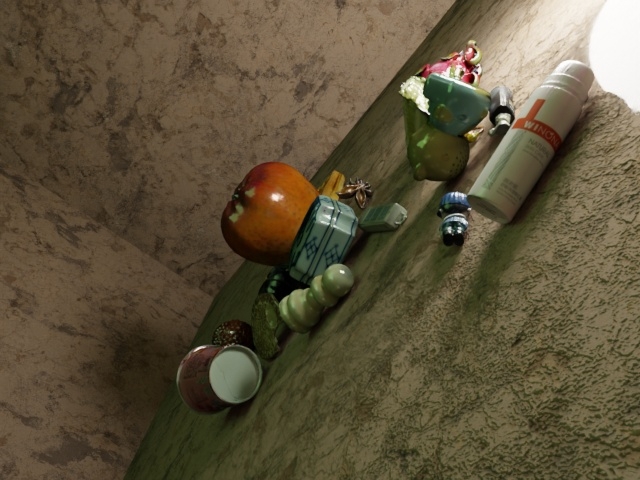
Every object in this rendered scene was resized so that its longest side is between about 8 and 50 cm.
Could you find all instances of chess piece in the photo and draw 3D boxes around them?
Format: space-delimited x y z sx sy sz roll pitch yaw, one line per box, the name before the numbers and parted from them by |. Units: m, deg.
chess piece | 0.002 0.165 1.552 0.243 0.133 0.133 -40 17 25

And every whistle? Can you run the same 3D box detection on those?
whistle | 0.413 -0.290 1.434 0.109 0.057 0.046 -146 47 -69

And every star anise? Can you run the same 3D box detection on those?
star anise | 0.128 -0.176 2.062 0.227 0.148 0.218 86 177 -66

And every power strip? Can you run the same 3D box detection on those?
power strip | 0.187 -0.068 1.611 0.078 0.052 0.272 -58 13 -9

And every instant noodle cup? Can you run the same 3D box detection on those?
instant noodle cup | -0.332 0.458 1.744 0.231 0.243 0.242 -28 28 51

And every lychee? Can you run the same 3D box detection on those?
lychee | -0.341 0.413 2.042 0.188 0.188 0.188 -51 12 16

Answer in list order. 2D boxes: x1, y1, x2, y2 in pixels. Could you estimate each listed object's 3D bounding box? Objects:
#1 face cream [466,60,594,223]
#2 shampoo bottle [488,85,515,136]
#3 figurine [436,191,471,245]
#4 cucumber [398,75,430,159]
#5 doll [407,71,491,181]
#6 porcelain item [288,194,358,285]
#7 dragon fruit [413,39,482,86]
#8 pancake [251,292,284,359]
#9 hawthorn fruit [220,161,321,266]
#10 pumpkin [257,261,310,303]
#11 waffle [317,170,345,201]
face cream | 0.413 -0.198 0.996 0.345 0.102 0.102 -57 12 -5
shampoo bottle | 0.451 -0.322 1.294 0.063 0.057 0.207 -44 15 38
figurine | 0.289 -0.052 1.131 0.077 0.079 0.136 -3 30 19
cucumber | 0.312 -0.337 1.548 0.105 0.145 0.325 -37 -26 -8
doll | 0.321 -0.275 1.321 0.177 0.162 0.260 -14 -50 -54
porcelain item | 0.000 0.000 1.773 0.286 0.157 0.281 -97 30 -73
dragon fruit | 0.415 -0.490 1.641 0.273 0.198 0.218 -28 5 7
pancake | -0.188 0.294 1.785 0.212 0.029 0.235 30 113 50
hawthorn fruit | -0.191 -0.097 2.235 0.471 0.472 0.471 -51 12 16
pumpkin | -0.137 0.183 1.899 0.220 0.162 0.220 -54 7 9
waffle | 0.008 -0.188 2.533 0.224 0.098 0.327 -42 17 37
